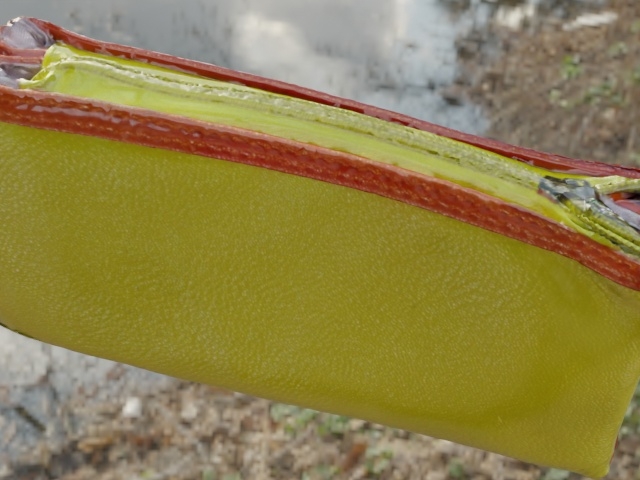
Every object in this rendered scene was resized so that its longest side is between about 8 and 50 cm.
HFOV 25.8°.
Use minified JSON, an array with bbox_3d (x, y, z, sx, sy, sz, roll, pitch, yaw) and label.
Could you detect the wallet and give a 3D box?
[{"bbox_3d":[0.000,0.000,0.482,0.241,0.141,0.067,15,53,7],"label":"wallet"}]
